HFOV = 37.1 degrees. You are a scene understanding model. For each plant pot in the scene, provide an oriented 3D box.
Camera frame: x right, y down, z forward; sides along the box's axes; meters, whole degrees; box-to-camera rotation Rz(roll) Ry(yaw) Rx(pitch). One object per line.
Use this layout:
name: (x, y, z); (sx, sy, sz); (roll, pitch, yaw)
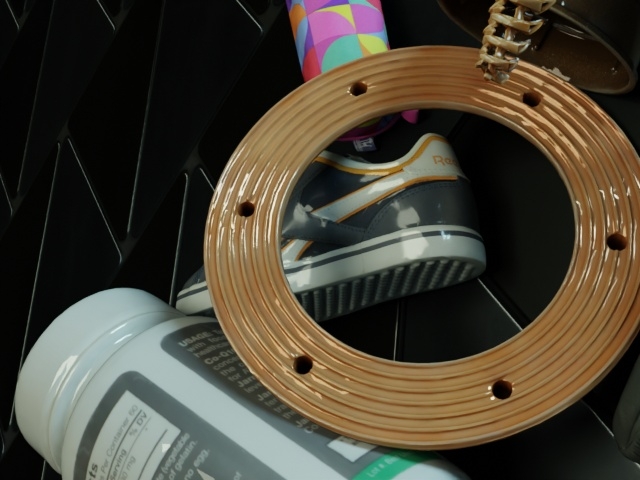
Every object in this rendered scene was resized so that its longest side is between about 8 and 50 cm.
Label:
plant pot: (0.197, -0.220, 0.711); (0.167, 0.167, 0.165); (29, 89, 50)

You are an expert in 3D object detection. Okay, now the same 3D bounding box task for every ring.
ring: (0.079, -0.006, 0.716); (0.336, 0.032, 0.337); (-4, 60, 8)

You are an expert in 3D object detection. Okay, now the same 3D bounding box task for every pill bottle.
pill bottle: (-0.072, 0.184, 0.756); (0.361, 0.204, 0.204); (28, 97, 36)

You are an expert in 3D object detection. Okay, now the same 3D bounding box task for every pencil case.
pencil case: (0.022, -0.205, 0.945); (0.104, 0.104, 0.236); (-37, 53, 35)

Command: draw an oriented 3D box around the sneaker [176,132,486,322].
sneaker: (0.000, 0.000, 0.868); (0.321, 0.126, 0.127); (-16, 68, 32)

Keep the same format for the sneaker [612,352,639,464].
sneaker: (0.267, 0.013, 0.589); (0.286, 0.109, 0.130); (-57, 30, 10)

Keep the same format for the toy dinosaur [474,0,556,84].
toy dinosaur: (0.218, -0.209, 0.589); (0.218, 0.164, 0.322); (44, 99, 9)
